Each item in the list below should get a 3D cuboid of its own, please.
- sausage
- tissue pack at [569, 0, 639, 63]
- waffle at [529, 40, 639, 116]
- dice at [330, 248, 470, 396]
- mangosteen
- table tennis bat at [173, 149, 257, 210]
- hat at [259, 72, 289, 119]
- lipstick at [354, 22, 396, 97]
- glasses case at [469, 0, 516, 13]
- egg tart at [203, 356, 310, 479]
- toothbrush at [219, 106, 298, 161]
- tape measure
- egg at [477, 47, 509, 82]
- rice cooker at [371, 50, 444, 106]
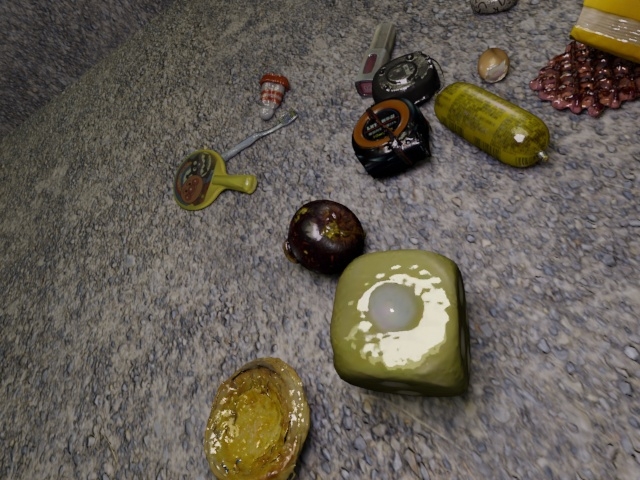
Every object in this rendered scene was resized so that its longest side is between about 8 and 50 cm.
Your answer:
[{"bbox_3d":[0.408,-0.286,0.996,0.123,0.123,0.347,-41,54,1],"label":"sausage"},{"bbox_3d":[0.751,-0.448,0.781,0.293,0.228,0.382,-27,53,-31],"label":"tissue pack"},{"bbox_3d":[0.644,-0.389,0.978,0.221,0.055,0.234,-41,50,0],"label":"waffle"},{"bbox_3d":[0.164,0.167,0.800,0.227,0.233,0.238,-4,62,24],"label":"dice"},{"bbox_3d":[0.000,0.000,1.028,0.217,0.192,0.192,-34,40,57],"label":"mangosteen"},{"bbox_3d":[-0.366,-0.200,1.384,0.369,0.054,0.224,10,80,30],"label":"table tennis bat"},{"bbox_3d":[-0.176,-0.500,1.452,0.112,0.094,0.162,4,84,40],"label":"hat"},{"bbox_3d":[0.182,-0.574,1.302,0.079,0.077,0.252,7,66,29],"label":"lipstick"},{"bbox_3d":[0.556,-0.831,1.248,0.137,0.085,0.354,12,69,33],"label":"glasses case"},{"bbox_3d":[-0.124,0.407,0.897,0.291,0.107,0.290,-16,55,24],"label":"egg tart"},{"bbox_3d":[-0.258,-0.337,1.420,0.414,0.042,0.035,-28,54,13],"label":"toothbrush"},{"bbox_3d":[0.188,-0.274,1.100,0.202,0.135,0.222,-22,53,27],"label":"tape measure"},{"bbox_3d":[0.462,-0.474,1.101,0.080,0.080,0.096,-13,61,21],"label":"egg"},{"bbox_3d":[0.244,-0.448,1.167,0.203,0.118,0.142,-21,71,14],"label":"rice cooker"}]
